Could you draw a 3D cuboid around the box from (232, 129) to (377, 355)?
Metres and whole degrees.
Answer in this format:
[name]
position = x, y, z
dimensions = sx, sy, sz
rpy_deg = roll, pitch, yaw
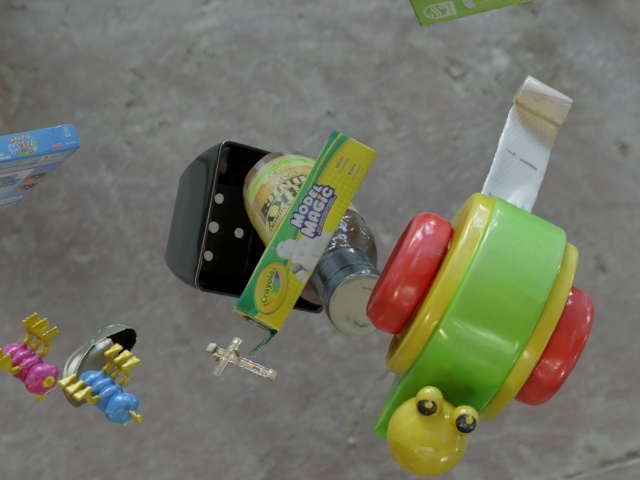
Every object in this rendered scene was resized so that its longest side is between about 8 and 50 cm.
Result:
[box]
position = -0.020, 0.007, 1.098
dimensions = 0.043, 0.105, 0.179
rpy_deg = 27, 83, -2

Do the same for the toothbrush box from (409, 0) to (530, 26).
[toothbrush box]
position = 0.189, -0.314, 1.125
dimensions = 0.283, 0.122, 0.206
rpy_deg = -10, 63, 12

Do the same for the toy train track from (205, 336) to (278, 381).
[toy train track]
position = -0.082, 0.124, 1.458
dimensions = 0.083, 0.014, 0.048
rpy_deg = 22, 63, 21

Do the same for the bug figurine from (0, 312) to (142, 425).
[bug figurine]
position = -0.342, 0.194, 1.568
dimensions = 0.279, 0.072, 0.216
rpy_deg = -31, 48, -29

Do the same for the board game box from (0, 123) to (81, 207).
[board game box]
position = -0.431, -0.085, 1.856
dimensions = 0.160, 0.211, 0.039
rpy_deg = -15, 79, -40

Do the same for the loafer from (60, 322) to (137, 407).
[loafer]
position = -0.272, 0.147, 1.743
dimensions = 0.056, 0.050, 0.148
rpy_deg = 58, 32, -25

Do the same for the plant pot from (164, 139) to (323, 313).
[plant pot]
position = -0.099, -0.016, 1.824
dimensions = 0.188, 0.167, 0.187
rpy_deg = 13, 85, -30

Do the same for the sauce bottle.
[sauce bottle]
position = 0.000, 0.000, 1.537
dimensions = 0.111, 0.344, 0.111
rpy_deg = -6, 113, -15

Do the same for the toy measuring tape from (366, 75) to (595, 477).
[toy measuring tape]
position = 0.107, -0.008, 0.794
dimensions = 0.121, 0.121, 0.330
rpy_deg = 35, 49, -9
